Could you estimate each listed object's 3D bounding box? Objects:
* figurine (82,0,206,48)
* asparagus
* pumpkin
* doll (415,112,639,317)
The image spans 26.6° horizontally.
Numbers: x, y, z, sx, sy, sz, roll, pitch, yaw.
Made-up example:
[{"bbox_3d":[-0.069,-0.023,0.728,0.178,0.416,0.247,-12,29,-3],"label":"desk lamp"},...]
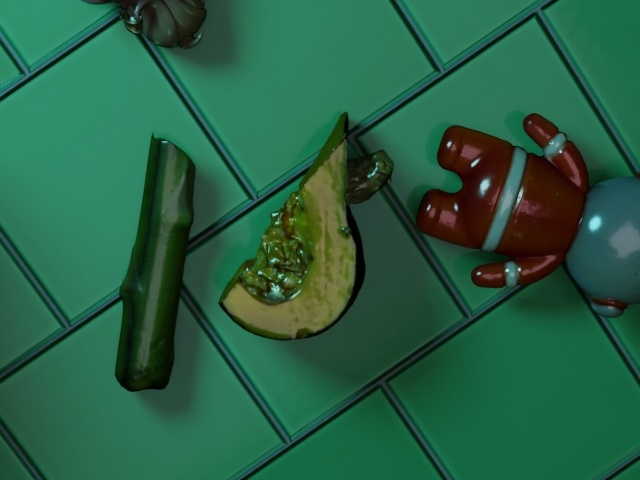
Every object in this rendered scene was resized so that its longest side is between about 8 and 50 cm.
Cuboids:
[{"bbox_3d":[-0.183,-0.262,1.394,0.126,0.114,0.157,-25,102,13],"label":"figurine"},{"bbox_3d":[-0.175,0.026,1.463,0.067,0.060,0.278,12,97,12],"label":"asparagus"},{"bbox_3d":[0.005,-0.003,1.445,0.126,0.131,0.248,33,98,-1],"label":"pumpkin"},{"bbox_3d":[0.280,-0.021,1.489,0.336,0.105,0.200,17,93,-1],"label":"doll"}]
